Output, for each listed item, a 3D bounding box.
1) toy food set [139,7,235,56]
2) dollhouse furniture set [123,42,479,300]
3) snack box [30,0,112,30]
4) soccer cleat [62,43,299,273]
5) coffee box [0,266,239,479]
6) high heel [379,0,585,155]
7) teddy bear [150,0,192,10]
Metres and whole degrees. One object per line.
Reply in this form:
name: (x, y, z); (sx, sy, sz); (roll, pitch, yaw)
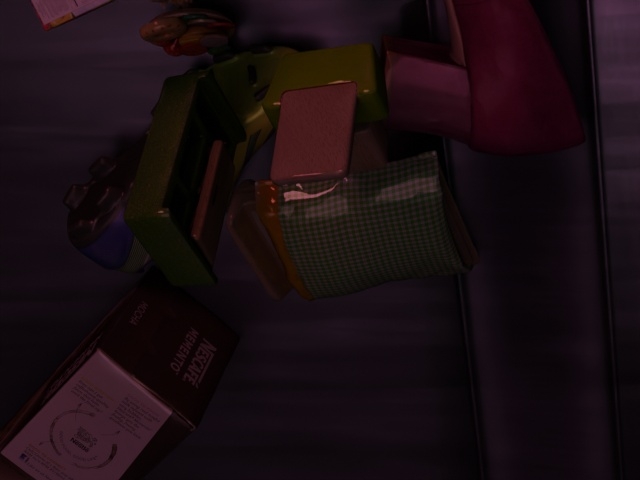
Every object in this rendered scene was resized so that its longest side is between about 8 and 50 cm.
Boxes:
toy food set: (-0.113, -0.180, 1.292); (0.082, 0.083, 0.020); (-6, 75, 4)
dollhouse furniture set: (0.000, 0.000, 1.237); (0.197, 0.151, 0.301); (-6, 143, 20)
snack box: (-0.146, -0.212, 1.145); (0.100, 0.141, 0.037); (-17, 106, 32)
soccer cleat: (-0.108, -0.071, 1.350); (0.289, 0.093, 0.121); (-37, 133, 21)
coffee box: (-0.228, 0.187, 1.444); (0.119, 0.168, 0.297); (41, 118, -8)
high heel: (0.156, -0.249, 1.185); (0.181, 0.127, 0.377); (6, 121, -5)
teddy bear: (-0.076, -0.326, 1.205); (0.245, 0.113, 0.338); (39, 125, 1)
